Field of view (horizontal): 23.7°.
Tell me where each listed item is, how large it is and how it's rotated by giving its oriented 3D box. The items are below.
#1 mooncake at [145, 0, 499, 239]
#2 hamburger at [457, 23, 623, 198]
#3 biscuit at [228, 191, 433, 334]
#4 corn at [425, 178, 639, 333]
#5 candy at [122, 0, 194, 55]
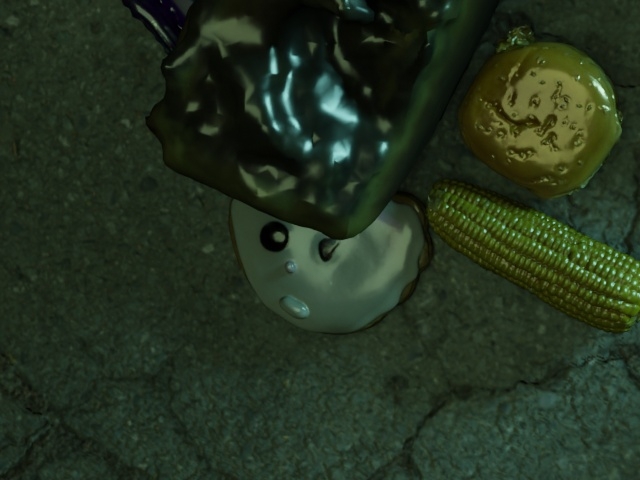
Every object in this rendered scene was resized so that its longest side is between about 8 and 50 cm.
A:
[{"bbox_3d":[0.020,-0.209,1.301,0.246,0.393,0.394,29,81,12],"label":"mooncake"},{"bbox_3d":[0.206,-0.117,1.417,0.147,0.083,0.138,36,101,7],"label":"hamburger"},{"bbox_3d":[0.000,0.000,1.511,0.208,0.049,0.181,37,104,8],"label":"biscuit"},{"bbox_3d":[0.203,0.014,1.436,0.231,0.080,0.080,26,103,15],"label":"corn"},{"bbox_3d":[-0.095,-0.308,1.493,0.275,0.070,0.145,-39,92,9],"label":"candy"}]
